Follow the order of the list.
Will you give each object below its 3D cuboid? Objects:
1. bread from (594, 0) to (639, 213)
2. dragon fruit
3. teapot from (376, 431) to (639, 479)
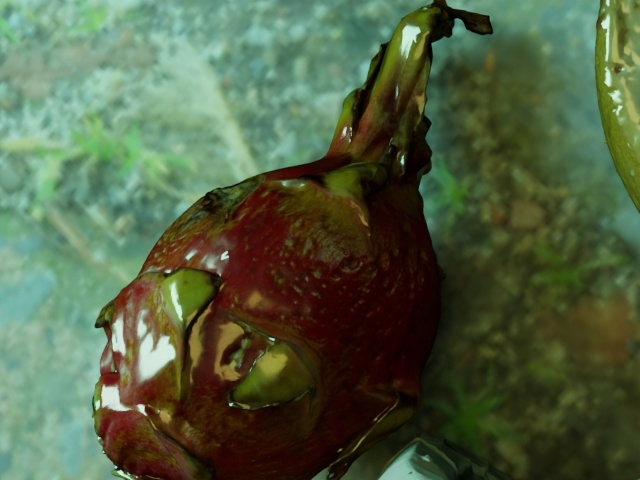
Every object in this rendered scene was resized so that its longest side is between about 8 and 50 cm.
[{"bbox_3d":[0.218,-0.071,0.619,0.236,0.070,0.236,-2,84,16],"label":"bread"},{"bbox_3d":[0.000,0.000,0.660,0.125,0.125,0.246,31,72,-10],"label":"dragon fruit"},{"bbox_3d":[0.121,0.136,0.566,0.163,0.178,0.221,-34,74,10],"label":"teapot"}]
